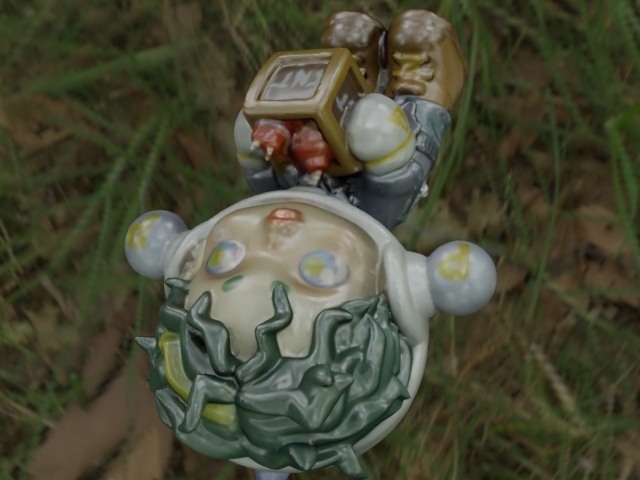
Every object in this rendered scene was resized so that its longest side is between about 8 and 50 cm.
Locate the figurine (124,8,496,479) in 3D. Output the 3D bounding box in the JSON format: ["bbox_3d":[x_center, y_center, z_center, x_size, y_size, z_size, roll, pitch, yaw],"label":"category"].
[{"bbox_3d":[0.002,-0.001,1.294,0.261,0.186,0.382,-4,53,35],"label":"figurine"}]
